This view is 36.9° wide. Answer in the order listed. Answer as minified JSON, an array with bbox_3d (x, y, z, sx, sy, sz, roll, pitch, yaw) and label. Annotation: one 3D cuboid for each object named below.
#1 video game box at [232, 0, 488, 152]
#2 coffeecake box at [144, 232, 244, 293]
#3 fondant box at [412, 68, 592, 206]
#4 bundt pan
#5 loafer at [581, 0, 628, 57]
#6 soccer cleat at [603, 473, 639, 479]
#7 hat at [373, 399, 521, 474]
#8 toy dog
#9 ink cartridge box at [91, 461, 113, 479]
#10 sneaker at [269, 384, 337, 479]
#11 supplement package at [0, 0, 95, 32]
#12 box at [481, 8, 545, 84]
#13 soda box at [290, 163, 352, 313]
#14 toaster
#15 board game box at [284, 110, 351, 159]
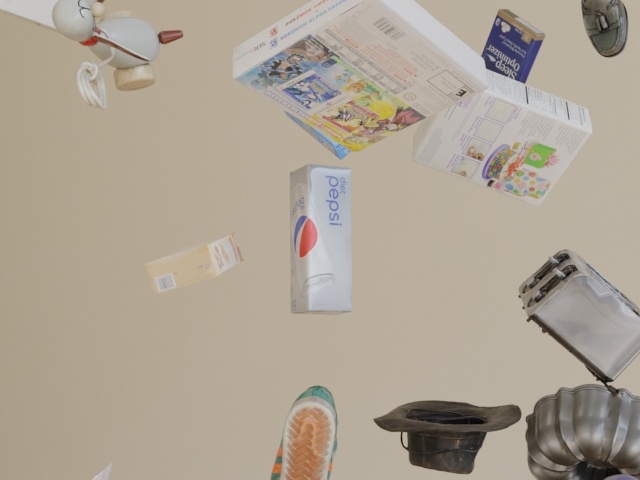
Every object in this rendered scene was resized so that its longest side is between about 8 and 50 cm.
[{"bbox_3d":[0.044,-0.180,1.007,0.187,0.048,0.205,-25,-34,33],"label":"video game box"},{"bbox_3d":[-0.255,0.045,1.970,0.142,0.068,0.185,-17,5,14],"label":"coffeecake box"},{"bbox_3d":[0.402,-0.238,2.155,0.330,0.096,0.238,20,-49,-9],"label":"fondant box"},{"bbox_3d":[0.578,0.457,1.976,0.330,0.331,0.124,-12,31,30],"label":"bundt pan"},{"bbox_3d":[0.587,-0.522,2.034,0.096,0.268,0.084,-13,-13,36],"label":"loafer"},{"bbox_3d":[0.406,0.454,1.257,0.093,0.289,0.121,0,-8,3],"label":"soccer cleat"},{"bbox_3d":[0.277,0.431,2.052,0.331,0.134,0.331,-4,-1,0],"label":"hat"},{"bbox_3d":[-0.366,-0.390,1.815,0.160,0.220,0.334,-18,15,9],"label":"toy dog"},{"bbox_3d":[-0.407,0.415,1.383,0.224,0.056,0.181,-40,-18,-40],"label":"ink cartridge box"},{"bbox_3d":[-0.027,0.377,1.552,0.108,0.302,0.121,17,15,6],"label":"sneaker"},{"bbox_3d":[-0.570,-0.495,1.976,0.179,0.105,0.105,20,2,0],"label":"supplement package"},{"bbox_3d":[0.444,-0.423,2.303,0.036,0.136,0.225,-13,-46,-35],"label":"box"},{"bbox_3d":[0.000,0.000,1.867,0.098,0.287,0.091,4,-8,-25],"label":"soda box"},{"bbox_3d":[0.391,0.111,1.403,0.110,0.185,0.168,-49,2,14],"label":"toaster"},{"bbox_3d":[0.061,-0.255,1.672,0.211,0.160,0.039,-41,-36,-9],"label":"board game box"}]
